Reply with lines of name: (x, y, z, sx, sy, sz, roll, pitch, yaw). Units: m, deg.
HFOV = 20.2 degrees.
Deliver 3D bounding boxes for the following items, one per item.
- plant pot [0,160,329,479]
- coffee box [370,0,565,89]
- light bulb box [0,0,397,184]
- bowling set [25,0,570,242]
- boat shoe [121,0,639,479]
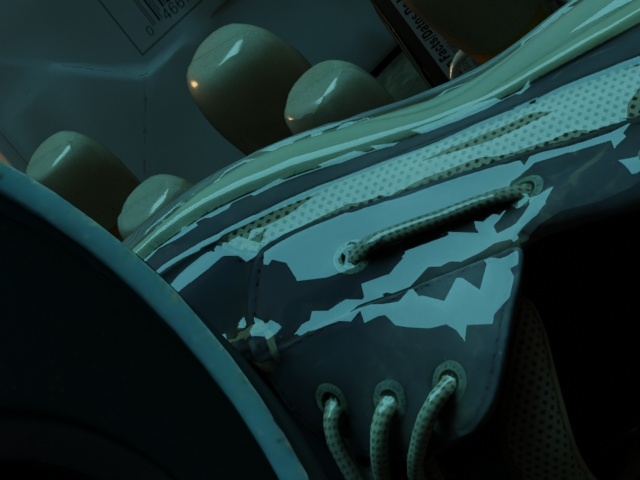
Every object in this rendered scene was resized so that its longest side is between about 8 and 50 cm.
plant pot: (-0.111, 0.125, 0.440, 0.293, 0.293, 0.196, -37, -12, 5)
coffee box: (0.157, -0.220, 1.063, 0.297, 0.119, 0.168, -36, 18, 10)
light bulb box: (-0.170, -0.123, 1.336, 0.358, 0.225, 0.361, -47, 18, -29)
bowling set: (0.000, 0.000, 0.810, 0.287, 0.154, 0.200, -29, 36, 25)
boat shoe: (0.041, 0.030, 0.552, 0.355, 0.132, 0.130, -35, 32, 8)
